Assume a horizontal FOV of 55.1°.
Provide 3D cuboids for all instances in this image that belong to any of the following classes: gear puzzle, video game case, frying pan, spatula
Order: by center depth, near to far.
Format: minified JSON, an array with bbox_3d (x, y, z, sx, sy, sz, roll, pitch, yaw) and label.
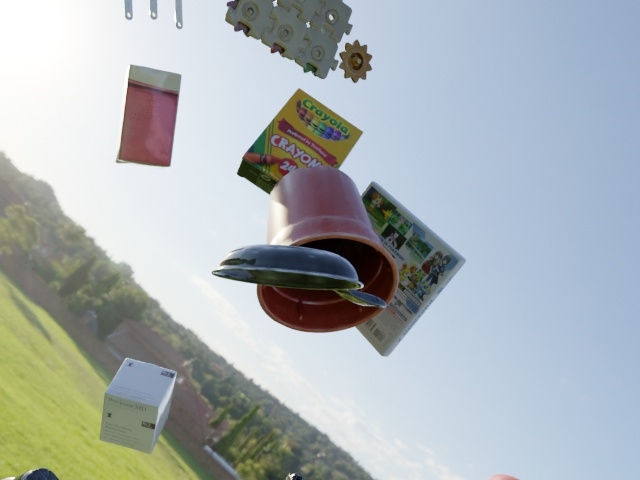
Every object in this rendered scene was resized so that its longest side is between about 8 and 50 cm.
[{"bbox_3d":[0.014,0.050,0.829,0.326,0.053,0.197,10,-11,-30],"label":"frying pan"},{"bbox_3d":[-0.025,-0.424,1.212,0.339,0.175,0.044,23,-3,-33],"label":"gear puzzle"},{"bbox_3d":[-0.331,-0.555,1.231,0.019,0.168,0.242,4,-83,40],"label":"spatula"},{"bbox_3d":[0.145,0.063,1.501,0.036,0.300,0.329,19,22,-52],"label":"video game case"}]

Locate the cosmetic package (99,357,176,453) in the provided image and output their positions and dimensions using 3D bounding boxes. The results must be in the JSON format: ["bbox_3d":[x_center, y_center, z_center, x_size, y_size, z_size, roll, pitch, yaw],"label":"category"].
[{"bbox_3d":[-0.503,0.456,1.698,0.151,0.151,0.184,15,-62,-1],"label":"cosmetic package"}]

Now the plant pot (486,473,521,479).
[{"bbox_3d":[0.408,0.715,1.384,0.275,0.243,0.275,39,-33,32],"label":"plant pot"}]

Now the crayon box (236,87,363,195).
[{"bbox_3d":[-0.035,-0.234,1.506,0.202,0.318,0.081,33,-31,-2],"label":"crayon box"}]

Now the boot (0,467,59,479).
[{"bbox_3d":[-0.481,0.502,0.982,0.118,0.222,0.338,-89,163,-66],"label":"boot"}]

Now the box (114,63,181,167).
[{"bbox_3d":[-0.431,-0.301,1.529,0.126,0.232,0.148,6,1,-22],"label":"box"}]

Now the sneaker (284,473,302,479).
[{"bbox_3d":[-0.029,0.484,1.101,0.058,0.084,0.152,48,-8,-39],"label":"sneaker"}]

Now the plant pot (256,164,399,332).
[{"bbox_3d":[0.000,0.000,1.254,0.265,0.272,0.272,-99,163,-46],"label":"plant pot"}]
